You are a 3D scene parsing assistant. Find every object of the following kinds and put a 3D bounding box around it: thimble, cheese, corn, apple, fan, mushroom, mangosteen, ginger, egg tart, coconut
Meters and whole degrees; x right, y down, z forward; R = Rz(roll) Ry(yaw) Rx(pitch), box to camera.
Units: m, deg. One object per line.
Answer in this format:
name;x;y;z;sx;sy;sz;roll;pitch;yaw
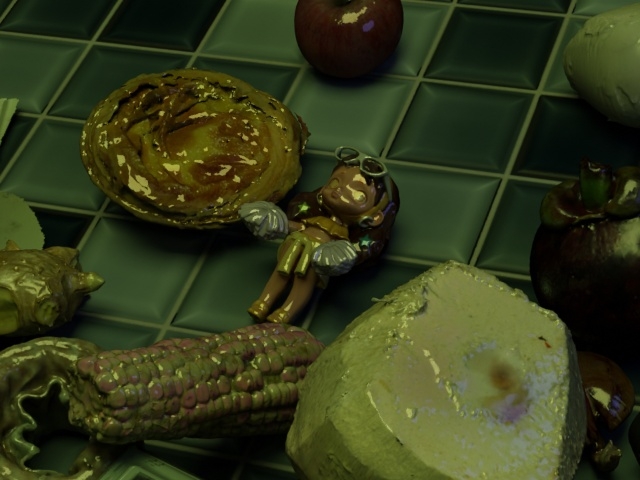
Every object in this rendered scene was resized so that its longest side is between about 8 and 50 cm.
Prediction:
thimble;-0.285;0.227;1.841;0.196;0.148;0.229;-26;48;-18
cheese;0.420;-0.222;2.140;0.198;0.154;0.189;-16;9;-3
corn;-0.120;0.154;1.795;0.126;0.127;0.335;32;22;36
apple;0.038;-0.292;2.321;0.153;0.120;0.153;-6;50;7
fan;-0.454;-0.043;2.241;0.233;0.012;0.415;2;48;11
mushroom;0.274;0.181;1.819;0.135;0.080;0.170;-30;43;-5
mangosteen;0.343;0.010;1.886;0.216;0.216;0.216;-6;44;6
ginger;-0.361;0.061;2.055;0.216;0.102;0.157;-3;21;13
egg tart;-0.159;-0.106;2.177;0.297;0.132;0.297;4;48;-5
coconut;0.113;0.194;1.686;0.297;0.254;0.297;10;58;-16

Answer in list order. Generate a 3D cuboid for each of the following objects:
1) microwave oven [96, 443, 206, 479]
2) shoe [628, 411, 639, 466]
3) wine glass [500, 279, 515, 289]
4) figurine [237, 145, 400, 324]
microwave oven;-0.131;0.317;1.705;0.208;0.162;0.122;21;52;34
shoe;0.378;0.216;1.734;0.137;0.114;0.291;19;49;21
wine glass;0.134;0.125;1.879;0.204;0.111;0.111;-24;45;-5
figurine;0.001;-0.001;2.034;0.174;0.116;0.240;25;60;34
